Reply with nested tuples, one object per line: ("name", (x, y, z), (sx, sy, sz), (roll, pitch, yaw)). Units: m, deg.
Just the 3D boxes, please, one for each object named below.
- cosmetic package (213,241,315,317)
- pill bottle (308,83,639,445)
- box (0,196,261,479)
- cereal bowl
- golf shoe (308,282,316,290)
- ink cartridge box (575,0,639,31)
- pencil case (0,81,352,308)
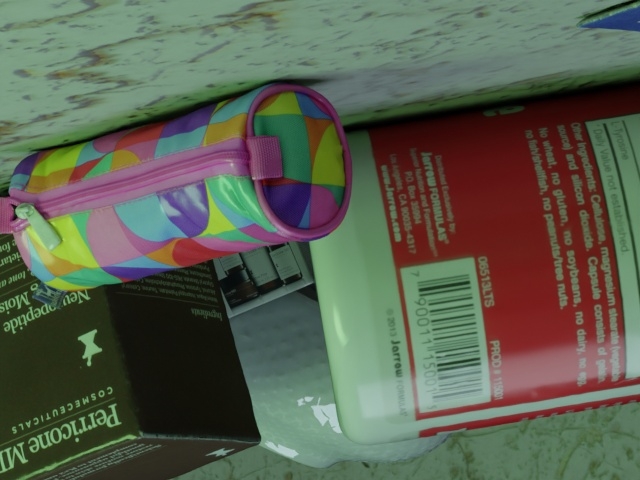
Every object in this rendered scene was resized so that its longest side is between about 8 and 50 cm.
("cosmetic package", (-0.117, 0.028, 1.563), (0.239, 0.098, 0.060), (-23, 179, 21))
("pill bottle", (0.198, 0.007, 1.398), (0.408, 0.229, 0.229), (-9, 176, -1))
("box", (-0.175, 0.077, 1.432), (0.168, 0.203, 0.167), (-24, 163, 24))
("cereal bowl", (-0.032, 0.106, 1.742), (0.339, 0.141, 0.339), (28, -178, -1))
("golf shoe", (0.000, 0.000, 1.747), (0.140, 0.115, 0.306), (-7, 176, 23))
("ink cartridge box", (0.352, -0.124, 1.040), (0.307, 0.072, 0.304), (-9, 177, -40))
("pencil case", (-0.092, -0.028, 1.177), (0.236, 0.104, 0.104), (-14, 174, 39))
